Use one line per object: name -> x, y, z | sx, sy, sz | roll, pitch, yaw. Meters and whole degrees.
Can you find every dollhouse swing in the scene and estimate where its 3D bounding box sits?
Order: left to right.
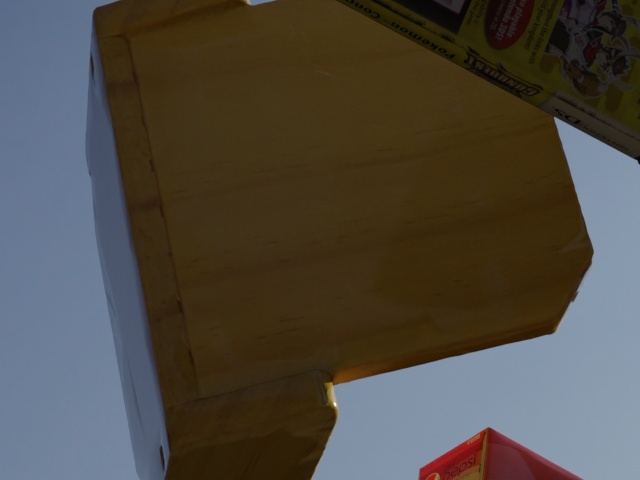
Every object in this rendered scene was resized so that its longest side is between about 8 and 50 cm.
dollhouse swing -> 0.000, 0.000, 1.424 | 0.305, 0.346, 0.315 | -8, -25, -12

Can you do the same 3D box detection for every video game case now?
video game case -> 0.141, -0.219, 1.141 | 0.248, 0.274, 0.035 | 27, -19, -10

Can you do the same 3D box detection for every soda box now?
soda box -> 0.200, 0.248, 1.481 | 0.263, 0.083, 0.092 | 30, -43, -23
